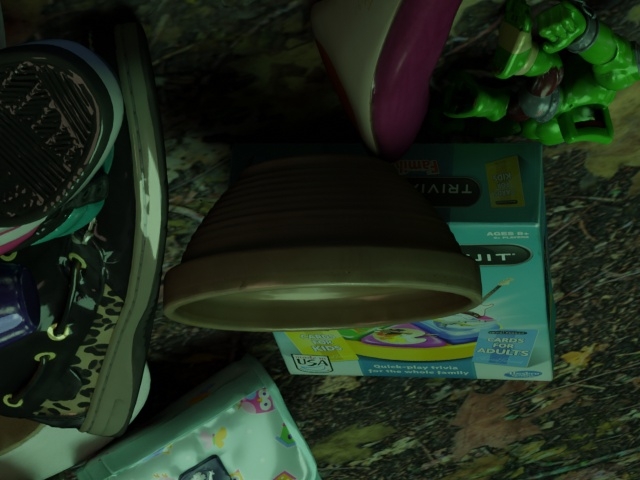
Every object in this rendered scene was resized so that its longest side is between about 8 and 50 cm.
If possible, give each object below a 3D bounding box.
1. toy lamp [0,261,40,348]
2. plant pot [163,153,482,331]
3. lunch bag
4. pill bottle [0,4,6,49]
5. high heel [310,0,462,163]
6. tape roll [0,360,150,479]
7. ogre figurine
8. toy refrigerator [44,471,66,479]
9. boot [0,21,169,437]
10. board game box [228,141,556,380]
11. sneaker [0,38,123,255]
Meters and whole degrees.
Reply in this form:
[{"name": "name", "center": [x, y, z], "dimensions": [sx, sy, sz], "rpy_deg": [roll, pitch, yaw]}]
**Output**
[{"name": "toy lamp", "center": [-0.333, 0.064, 1.312], "dimensions": [0.274, 0.080, 0.080], "rpy_deg": [-9, 154, 6]}, {"name": "plant pot", "center": [0.000, 0.000, 1.399], "dimensions": [0.237, 0.110, 0.237], "rpy_deg": [-2, 171, 0]}, {"name": "lunch bag", "center": [-0.121, 0.236, 1.893], "dimensions": [0.223, 0.160, 0.262], "rpy_deg": [-30, 157, -8]}, {"name": "pill bottle", "center": [-0.269, -0.139, 1.222], "dimensions": [0.120, 0.067, 0.067], "rpy_deg": [-11, 152, -14]}, {"name": "high heel", "center": [0.089, -0.177, 1.319], "dimensions": [0.181, 0.127, 0.377], "rpy_deg": [-23, 158, -6]}, {"name": "tape roll", "center": [-0.348, 0.141, 1.699], "dimensions": [0.392, 0.072, 0.392], "rpy_deg": [-14, 152, -7]}, {"name": "ogre figurine", "center": [0.178, -0.124, 1.497], "dimensions": [0.118, 0.097, 0.197], "rpy_deg": [12, 131, -26]}, {"name": "toy refrigerator", "center": [-0.298, 0.301, 1.880], "dimensions": [0.094, 0.102, 0.269], "rpy_deg": [-18, 179, 1]}, {"name": "boot", "center": [-0.265, 0.001, 1.398], "dimensions": [0.284, 0.138, 0.377], "rpy_deg": [2, 134, -12]}, {"name": "board game box", "center": [0.073, 0.026, 1.642], "dimensions": [0.253, 0.079, 0.336], "rpy_deg": [0, 155, 10]}, {"name": "sneaker", "center": [-0.186, -0.060, 1.205], "dimensions": [0.295, 0.124, 0.178], "rpy_deg": [-31, -173, 41]}]
